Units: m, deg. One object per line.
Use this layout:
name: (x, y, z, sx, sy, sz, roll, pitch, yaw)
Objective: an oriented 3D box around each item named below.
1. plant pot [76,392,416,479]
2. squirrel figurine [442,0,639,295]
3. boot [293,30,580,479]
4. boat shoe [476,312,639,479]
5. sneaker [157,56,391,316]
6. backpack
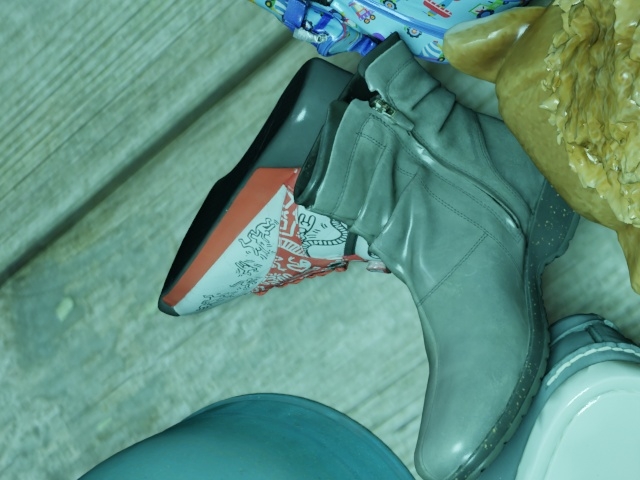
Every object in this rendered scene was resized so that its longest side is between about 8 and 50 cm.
plant pot: (-0.089, 0.248, 1.193, 0.272, 0.255, 0.271, 2, 95, 30)
squirrel figurine: (0.212, -0.141, 0.912, 0.370, 0.397, 0.281, -41, 84, 31)
boot: (0.049, 0.010, 1.044, 0.161, 0.246, 0.083, 29, 144, -15)
boat shoe: (0.109, 0.184, 1.092, 0.099, 0.116, 0.319, -109, 38, -57)
sneaker: (0.000, 0.001, 1.212, 0.145, 0.090, 0.270, 27, 141, -11)
backpack: (0.046, -0.169, 1.146, 0.173, 0.158, 0.117, 33, 118, 11)
